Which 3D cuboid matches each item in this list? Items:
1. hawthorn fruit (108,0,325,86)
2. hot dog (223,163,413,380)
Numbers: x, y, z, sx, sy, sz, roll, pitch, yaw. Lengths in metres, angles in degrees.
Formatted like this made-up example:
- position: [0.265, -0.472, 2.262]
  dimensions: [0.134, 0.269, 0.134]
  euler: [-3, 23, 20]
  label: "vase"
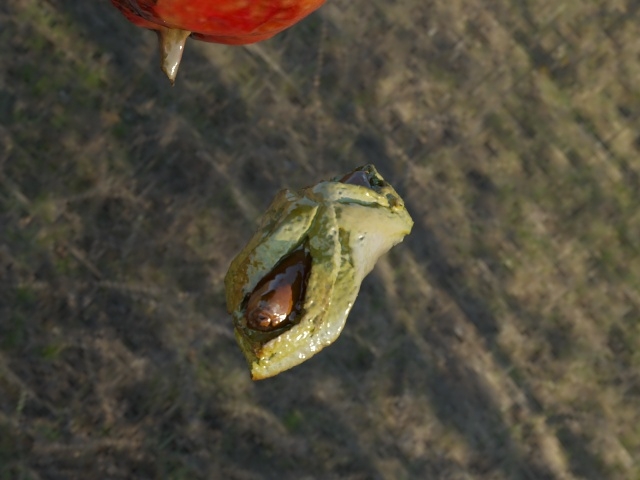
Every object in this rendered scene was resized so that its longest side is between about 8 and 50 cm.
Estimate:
- position: [-0.048, -0.184, 0.651]
  dimensions: [0.173, 0.179, 0.173]
  euler: [35, 35, -29]
  label: "hawthorn fruit"
- position: [-0.001, -0.001, 0.751]
  dimensions: [0.169, 0.078, 0.061]
  euler: [-58, 137, -44]
  label: "hot dog"
